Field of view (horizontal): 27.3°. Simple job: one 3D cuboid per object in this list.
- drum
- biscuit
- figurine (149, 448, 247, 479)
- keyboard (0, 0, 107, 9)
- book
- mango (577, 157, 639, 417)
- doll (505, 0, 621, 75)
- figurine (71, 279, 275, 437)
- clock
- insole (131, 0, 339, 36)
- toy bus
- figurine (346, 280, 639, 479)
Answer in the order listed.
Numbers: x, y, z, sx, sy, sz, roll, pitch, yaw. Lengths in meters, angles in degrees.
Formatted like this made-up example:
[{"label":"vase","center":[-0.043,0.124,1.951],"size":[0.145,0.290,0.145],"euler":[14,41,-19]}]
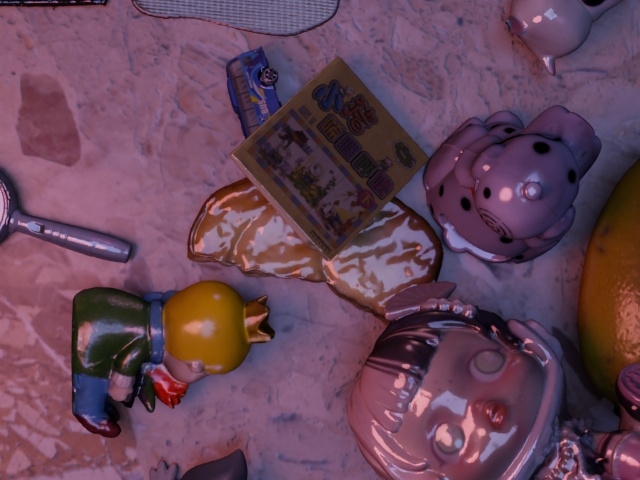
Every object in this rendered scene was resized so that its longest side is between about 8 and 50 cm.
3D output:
[{"label":"drum","center":[-0.360,-0.004,1.555],"size":[0.253,0.049,0.130],"euler":[32,90,-1]},{"label":"biscuit","center":[0.000,-0.004,1.566],"size":[0.299,0.045,0.154],"euler":[19,89,0]},{"label":"figurine","center":[-0.189,0.349,1.526],"size":[0.265,0.140,0.193],"euler":[-3,74,-15]},{"label":"keyboard","center":[-0.379,-0.319,1.567],"size":[0.250,0.017,0.087],"euler":[0,90,-2]},{"label":"book","center":[0.013,-0.095,1.523],"size":[0.168,0.013,0.192],"euler":[48,65,-8]},{"label":"mango","center":[0.425,0.059,1.507],"size":[0.253,0.182,0.365],"euler":[4,92,0]},{"label":"doll","center":[0.297,-0.294,1.541],"size":[0.181,0.107,0.110],"euler":[-45,113,6]},{"label":"figurine","center":[-0.171,0.137,1.532],"size":[0.234,0.127,0.185],"euler":[0,96,-11]},{"label":"clock","center":[0.221,-0.063,1.471],"size":[0.189,0.254,0.189],"euler":[0,86,-4]},{"label":"insole","center":[-0.103,-0.292,1.580],"size":[0.253,0.005,0.086],"euler":[3,90,-1]},{"label":"toy bus","center":[-0.069,-0.148,1.544],"size":[0.061,0.051,0.153],"euler":[-16,77,-8]},{"label":"figurine","center":[0.199,0.221,1.439],"size":[0.361,0.211,0.253],"euler":[25,61,16]}]
